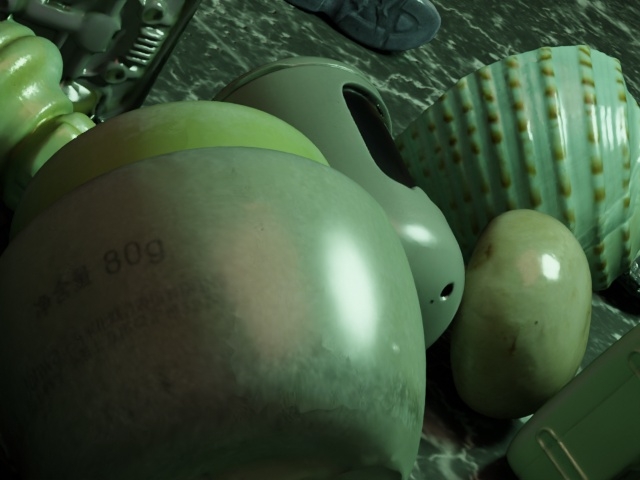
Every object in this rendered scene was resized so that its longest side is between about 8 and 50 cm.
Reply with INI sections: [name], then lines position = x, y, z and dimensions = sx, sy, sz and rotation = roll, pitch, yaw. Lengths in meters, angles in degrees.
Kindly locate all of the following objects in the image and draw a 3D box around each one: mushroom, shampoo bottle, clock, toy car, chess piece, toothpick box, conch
[mushroom]
position = 0.171, 0.064, 1.541
dimensions = 0.209, 0.206, 0.206
rotation = 24, 30, -4
[shampoo bottle]
position = -0.083, 0.081, 1.148
dimensions = 0.322, 0.322, 0.317
rotation = 13, 40, -30
[clock]
position = 0.348, 0.146, 1.521
dimensions = 0.324, 0.265, 0.108
rotation = -8, 56, -52
[toy car]
position = -0.307, -0.278, 1.557
dimensions = 0.336, 0.242, 0.226
rotation = 14, 37, -31
[chess piece]
position = -0.208, -0.042, 1.380
dimensions = 0.298, 0.175, 0.176
rotation = 39, 30, 3
[toothpick box]
position = 0.000, 0.000, 1.482
dimensions = 0.229, 0.229, 0.316
rotation = 11, 37, -33
[conch]
position = 0.230, -0.048, 1.703
dimensions = 0.319, 0.303, 0.215
rotation = -23, 54, -11

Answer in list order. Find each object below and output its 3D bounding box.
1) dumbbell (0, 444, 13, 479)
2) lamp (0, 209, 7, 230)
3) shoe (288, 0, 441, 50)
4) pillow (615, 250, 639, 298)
[dumbbell]
position = -0.230, 0.221, 0.981
dimensions = 0.143, 0.143, 0.325
rotation = -2, 43, -45
[lamp]
position = -0.358, 0.032, 1.134
dimensions = 0.147, 0.172, 0.227
rotation = 58, 31, -13
[shoe]
position = 0.053, -0.346, 2.146
dimensions = 0.245, 0.095, 0.137
rotation = 24, 32, -1
[pillow]
position = 0.452, 0.007, 1.994
dimensions = 0.335, 0.092, 0.161
rotation = -6, 52, -48
